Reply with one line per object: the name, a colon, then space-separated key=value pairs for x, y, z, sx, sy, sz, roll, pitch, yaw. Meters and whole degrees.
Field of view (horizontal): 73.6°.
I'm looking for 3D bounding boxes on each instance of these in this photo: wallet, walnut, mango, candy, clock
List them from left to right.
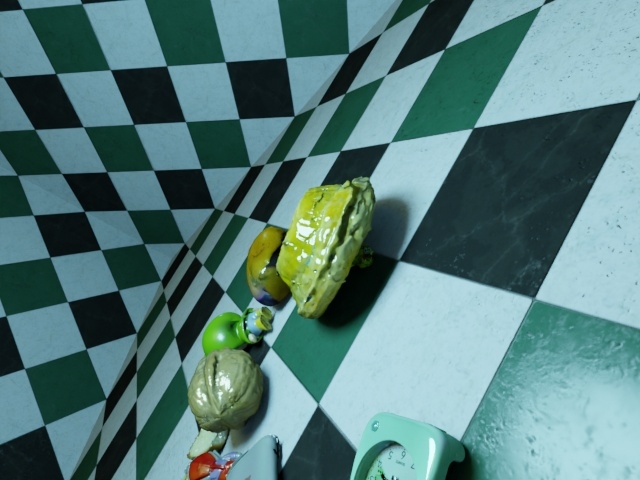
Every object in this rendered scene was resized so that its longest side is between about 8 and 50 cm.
walnut: x=-0.241 y=0.378 z=1.099 sx=0.198 sy=0.198 sz=0.245 roll=-54 pitch=13 yaw=7
wallet: x=-0.135 y=0.525 z=0.855 sx=0.170 sy=0.069 sz=0.231 roll=-47 pitch=19 yaw=11
mango: x=-0.153 y=0.072 z=1.353 sx=0.201 sy=0.153 sz=0.287 roll=-27 pitch=33 yaw=24
candy: x=0.068 y=0.069 z=1.075 sx=0.062 sy=0.058 sz=0.194 roll=-23 pitch=-14 yaw=-41
clock: x=0.104 y=0.357 z=0.596 sx=0.159 sy=0.066 sz=0.211 roll=-13 pitch=49 yaw=58

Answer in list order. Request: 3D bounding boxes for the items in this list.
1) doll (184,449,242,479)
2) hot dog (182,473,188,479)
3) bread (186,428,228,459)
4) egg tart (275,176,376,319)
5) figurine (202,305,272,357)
doll: x=-0.271 y=0.567 z=1.053 sx=0.227 sy=0.075 sz=0.102 roll=-25 pitch=23 yaw=36
hot dog: x=-0.359 y=0.661 z=1.165 sx=0.044 sy=0.028 sz=0.137 roll=2 pitch=61 yaw=34
bread: x=-0.302 y=0.549 z=1.180 sx=0.129 sy=0.044 sz=0.126 roll=-33 pitch=21 yaw=43
egg tart: x=0.000 y=0.000 z=1.045 sx=0.388 sy=0.168 sz=0.388 roll=-156 pitch=90 yaw=-87
figurine: x=-0.262 y=0.288 z=1.332 sx=0.263 sy=0.143 sz=0.162 roll=-32 pitch=38 yaw=25
